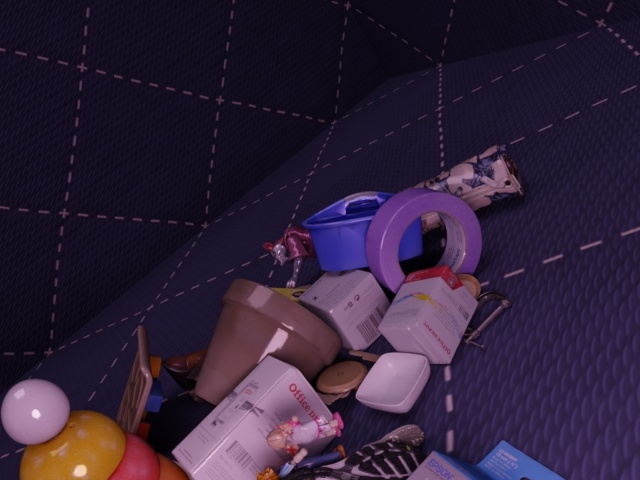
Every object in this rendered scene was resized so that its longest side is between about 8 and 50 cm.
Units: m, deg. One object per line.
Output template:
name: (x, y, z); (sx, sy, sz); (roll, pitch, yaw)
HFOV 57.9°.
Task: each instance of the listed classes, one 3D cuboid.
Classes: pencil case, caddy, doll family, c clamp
pencil case: (0.371, -0.124, 1.674); (0.410, 0.160, 0.183); (-25, 4, 20)
caddy: (0.123, -0.041, 1.548); (0.341, 0.179, 0.241); (-10, 10, 8)
doll family: (-0.040, 0.428, 1.057); (0.163, 0.263, 0.118); (-9, 46, -20)
c clamp: (0.362, 0.170, 1.278); (0.160, 0.022, 0.137); (-44, 19, -18)

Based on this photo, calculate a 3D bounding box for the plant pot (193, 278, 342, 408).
plant pot: (-0.149, 0.295, 1.398); (0.323, 0.323, 0.280); (-1, 53, 54)

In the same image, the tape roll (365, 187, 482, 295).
tape roll: (0.252, 0.013, 1.408); (0.275, 0.275, 0.090); (-38, 23, -8)

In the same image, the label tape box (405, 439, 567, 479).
label tape box: (0.217, 0.427, 0.836); (0.333, 0.106, 0.240); (-41, 24, -15)

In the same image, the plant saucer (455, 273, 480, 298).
plant saucer: (0.339, 0.119, 1.380); (0.083, 0.015, 0.083); (-11, 53, 15)

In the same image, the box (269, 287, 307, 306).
box: (-0.079, 0.185, 1.642); (0.232, 0.087, 0.058); (3, 32, 8)

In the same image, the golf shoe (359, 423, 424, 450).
golf shoe: (0.112, 0.399, 1.099); (0.176, 0.069, 0.086); (-35, 16, -5)

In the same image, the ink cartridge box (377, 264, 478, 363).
ink cartridge box: (0.238, 0.168, 1.283); (0.127, 0.128, 0.176); (-17, 30, 51)

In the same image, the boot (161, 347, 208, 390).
boot: (-0.310, 0.306, 1.697); (0.264, 0.096, 0.280); (-10, 30, 52)

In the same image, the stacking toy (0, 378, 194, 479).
stacking toy: (-0.476, 0.466, 1.177); (0.350, 0.480, 0.350); (-14, 28, 8)

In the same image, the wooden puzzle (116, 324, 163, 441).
wooden puzzle: (-0.507, 0.456, 1.629); (0.322, 0.080, 0.348); (-142, 66, -67)

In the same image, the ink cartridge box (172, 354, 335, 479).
ink cartridge box: (-0.125, 0.415, 1.202); (0.283, 0.207, 0.117); (-43, 26, -22)

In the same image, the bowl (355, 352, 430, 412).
bowl: (0.162, 0.307, 1.228); (0.142, 0.053, 0.142); (-8, 34, 49)

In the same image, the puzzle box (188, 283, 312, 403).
puzzle box: (-0.191, 0.304, 1.728); (0.272, 0.052, 0.409); (-16, 29, 37)

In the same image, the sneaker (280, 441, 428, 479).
sneaker: (0.064, 0.441, 0.991); (0.300, 0.121, 0.111); (-11, 24, -9)

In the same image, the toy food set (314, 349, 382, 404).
toy food set: (0.054, 0.322, 1.329); (0.192, 0.038, 0.132); (-29, 20, -36)

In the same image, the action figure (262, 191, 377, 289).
action figure: (0.000, 0.000, 1.771); (0.370, 0.276, 0.248); (0, 11, 10)

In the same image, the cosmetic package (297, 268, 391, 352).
cosmetic package: (0.069, 0.173, 1.498); (0.151, 0.151, 0.183); (-41, 23, -19)
